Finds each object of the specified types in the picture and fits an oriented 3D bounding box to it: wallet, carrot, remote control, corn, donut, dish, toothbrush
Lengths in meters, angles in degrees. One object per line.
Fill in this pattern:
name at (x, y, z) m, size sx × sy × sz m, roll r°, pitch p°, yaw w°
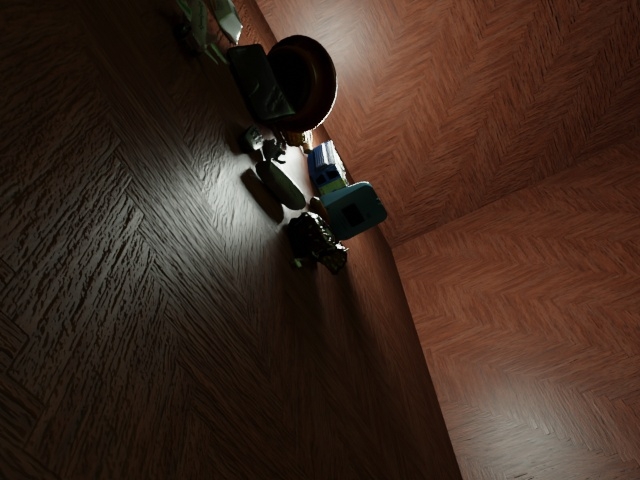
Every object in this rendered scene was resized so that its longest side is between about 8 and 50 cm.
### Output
wallet at (-0.216, -0.571, 1.902) m, size 0.165 × 0.042 × 0.309 m, roll -21°, pitch 83°, yaw -33°
carrot at (0.006, -0.116, 2.163) m, size 0.191 × 0.047 × 0.047 m, roll 51°, pitch 18°, yaw -51°
remote control at (-0.212, -0.316, 1.634) m, size 0.072 × 0.042 × 0.222 m, roll 61°, pitch 11°, yaw -15°
corn at (-0.158, -0.560, 2.200) m, size 0.363 × 0.121 × 0.120 m, roll 65°, pitch 12°, yaw -6°
donut at (-0.001, 0.000, 1.668) m, size 0.230 × 0.096 × 0.216 m, roll 38°, pitch 16°, yaw -45°
dish at (-0.369, -0.896, 2.113) m, size 0.154 × 0.064 × 0.234 m, roll 40°, pitch 28°, yaw -65°
toothbrush at (-0.039, 0.059, 1.643) m, size 0.030 × 0.025 × 0.342 m, roll 63°, pitch 12°, yaw 2°

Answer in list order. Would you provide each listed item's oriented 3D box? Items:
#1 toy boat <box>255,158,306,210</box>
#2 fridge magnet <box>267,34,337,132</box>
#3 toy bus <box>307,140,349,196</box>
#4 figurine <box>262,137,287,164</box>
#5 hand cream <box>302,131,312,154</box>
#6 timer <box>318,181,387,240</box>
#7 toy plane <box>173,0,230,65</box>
toy boat at (-0.115, -0.172, 1.663) m, size 0.260 × 0.078 × 0.085 m, roll 47°, pitch 36°, yaw -50°
fridge magnet at (-0.099, -0.595, 2.009) m, size 0.155 × 0.364 × 0.363 m, roll -18°, pitch 82°, yaw -54°
toy bus at (0.033, -0.339, 2.518) m, size 0.175 × 0.138 × 0.287 m, roll 58°, pitch 14°, yaw -31°
figurine at (-0.151, -0.297, 1.756) m, size 0.082 × 0.094 × 0.086 m, roll -12°, pitch 109°, yaw -42°
hand cream at (-0.081, -0.508, 2.548) m, size 0.084 × 0.084 × 0.203 m, roll 40°, pitch 33°, yaw -63°
timer at (0.144, -0.138, 2.302) m, size 0.232 × 0.250 × 0.091 m, roll 55°, pitch 16°, yaw -39°
toy plane at (-0.354, -0.603, 1.479) m, size 0.251 × 0.101 × 0.255 m, roll 47°, pitch 17°, yaw -54°
